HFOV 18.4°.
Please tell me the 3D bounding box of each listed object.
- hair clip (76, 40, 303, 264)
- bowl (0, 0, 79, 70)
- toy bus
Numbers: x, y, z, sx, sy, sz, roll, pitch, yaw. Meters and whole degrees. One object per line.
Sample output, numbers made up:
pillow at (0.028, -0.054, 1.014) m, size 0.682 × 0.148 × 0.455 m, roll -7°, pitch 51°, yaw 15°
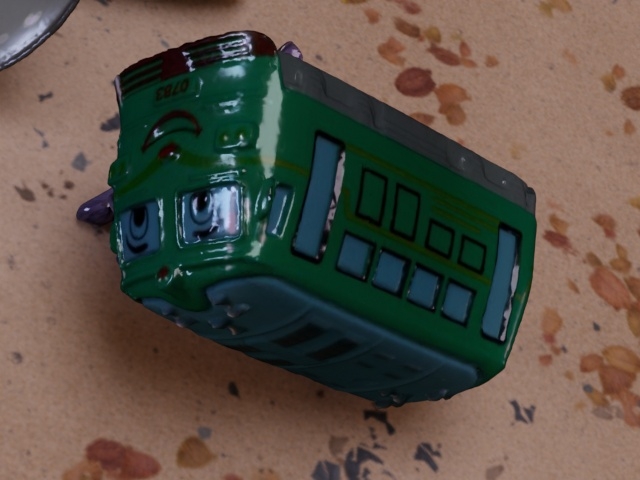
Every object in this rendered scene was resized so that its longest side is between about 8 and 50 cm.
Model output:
hair clip at (-0.100, -0.072, 1.623) m, size 0.137 × 0.090 × 0.278 m, roll 48°, pitch 46°, yaw 2°
bowl at (-0.333, -0.292, 1.523) m, size 0.337 × 0.337 × 0.157 m, roll 18°, pitch 31°, yaw -17°
toy bus at (0.000, 0.000, 1.501) m, size 0.343 × 0.184 × 0.199 m, roll 25°, pitch 63°, yaw -41°
